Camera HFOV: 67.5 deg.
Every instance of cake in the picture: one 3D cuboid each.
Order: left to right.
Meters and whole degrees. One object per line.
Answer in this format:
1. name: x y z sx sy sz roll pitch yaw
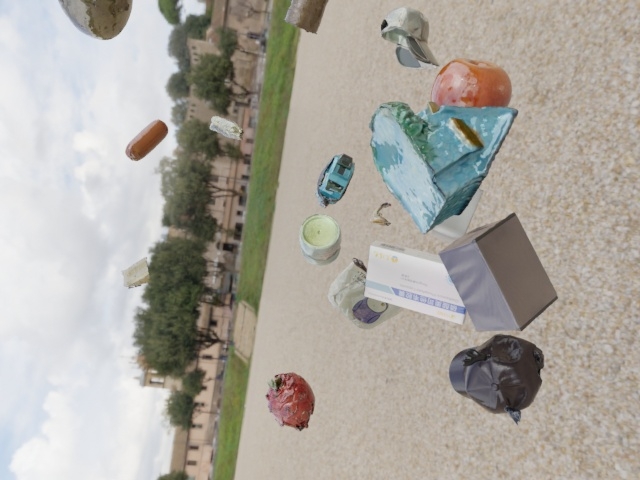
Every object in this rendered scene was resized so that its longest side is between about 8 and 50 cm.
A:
1. cake: -0.450 0.080 1.181 0.121 0.065 0.052 -33 69 58

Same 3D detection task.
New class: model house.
1. model house: 0.255 -0.187 0.938 0.226 0.241 0.261 60 174 15

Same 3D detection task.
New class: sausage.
1. sausage: -0.616 -0.354 1.700 0.197 0.076 0.076 -61 -6 -35

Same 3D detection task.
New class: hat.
1. hat: 0.356 -0.759 1.816 0.161 0.275 0.232 -42 11 10
2. hat: 0.495 0.431 1.452 0.336 0.209 0.238 -31 77 46

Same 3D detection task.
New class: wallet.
1. wallet: 0.191 0.251 2.120 0.275 0.335 0.068 -44 11 28

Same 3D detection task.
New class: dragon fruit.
1. dragon fruit: -0.106 0.553 1.665 0.172 0.172 0.209 -169 56 -82

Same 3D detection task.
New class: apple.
1. apple: 0.512 -0.505 1.626 0.251 0.272 0.206 -110 24 -66

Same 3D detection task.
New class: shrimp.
1. shrimp: 0.210 -0.084 1.594 0.091 0.025 0.127 -50 29 3

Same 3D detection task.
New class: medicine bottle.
1. medicine bottle: 0.000 0.000 1.668 0.143 0.147 0.147 87 -174 -62

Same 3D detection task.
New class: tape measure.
1. tape measure: 0.035 -0.156 1.252 0.146 0.081 0.125 -66 6 -23

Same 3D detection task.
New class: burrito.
1. burrito: -0.382 -0.453 1.938 0.229 0.058 0.063 29 76 43

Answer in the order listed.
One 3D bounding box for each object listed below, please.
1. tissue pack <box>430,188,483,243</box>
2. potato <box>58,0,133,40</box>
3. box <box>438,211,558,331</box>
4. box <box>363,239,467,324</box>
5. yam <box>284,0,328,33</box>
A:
1. tissue pack: 0.597 -0.120 2.101 0.159 0.136 0.246 52 -119 -77
2. potato: -0.447 -0.535 0.942 0.165 0.165 0.262 -101 10 -68
3. box: 0.464 0.089 1.265 0.252 0.188 0.153 62 151 -1
4. box: 0.319 0.134 1.568 0.065 0.344 0.200 -40 -40 -56
5. yam: -0.034 -0.894 1.751 0.129 0.128 0.238 -37 -29 -64
